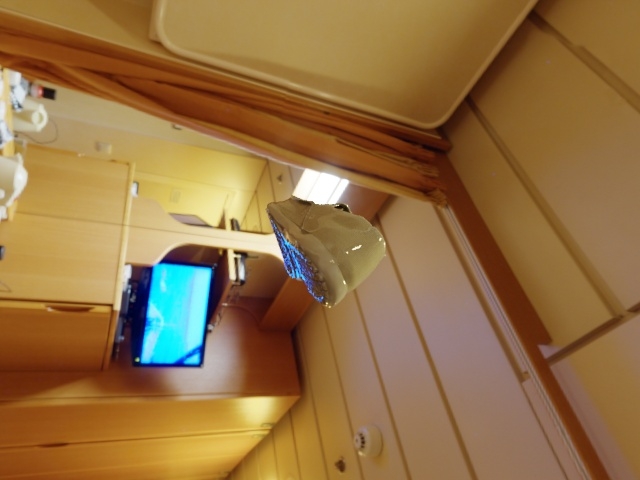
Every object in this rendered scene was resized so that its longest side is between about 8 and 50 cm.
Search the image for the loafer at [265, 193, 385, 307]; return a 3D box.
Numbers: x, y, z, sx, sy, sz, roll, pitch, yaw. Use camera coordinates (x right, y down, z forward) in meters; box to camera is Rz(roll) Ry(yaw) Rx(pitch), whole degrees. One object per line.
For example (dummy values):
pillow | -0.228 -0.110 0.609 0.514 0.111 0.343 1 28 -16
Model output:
loafer | 0.000 0.000 0.532 0.268 0.092 0.102 -137 -153 -66
